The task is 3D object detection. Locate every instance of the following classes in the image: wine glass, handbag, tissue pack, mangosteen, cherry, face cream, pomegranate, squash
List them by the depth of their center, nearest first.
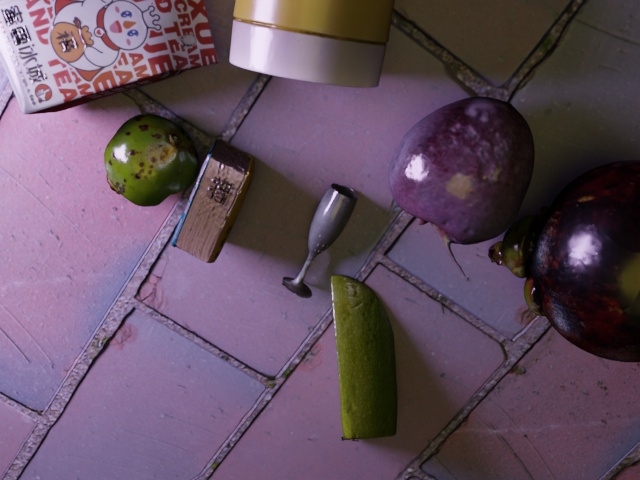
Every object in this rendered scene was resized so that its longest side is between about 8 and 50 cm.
[{"bbox_3d":[-0.008,-0.322,0.868,0.218,0.218,0.180,9,110,-2],"label":"face cream"},{"bbox_3d":[-0.308,-0.303,0.920,0.297,0.151,0.171,-17,104,3],"label":"handbag"},{"bbox_3d":[0.217,-0.100,0.967,0.213,0.183,0.266,28,93,-18],"label":"cherry"},{"bbox_3d":[0.452,0.028,0.985,0.305,0.359,0.306,-3,96,-30],"label":"mangosteen"},{"bbox_3d":[-0.286,-0.125,0.996,0.168,0.122,0.143,-14,82,17],"label":"pomegranate"},{"bbox_3d":[-0.170,-0.064,1.021,0.082,0.120,0.169,23,108,-11],"label":"tissue pack"},{"bbox_3d":[0.000,0.000,1.071,0.066,0.066,0.198,25,109,-8],"label":"wine glass"},{"bbox_3d":[0.084,0.220,1.169,0.111,0.203,0.289,-5,75,4],"label":"squash"}]
